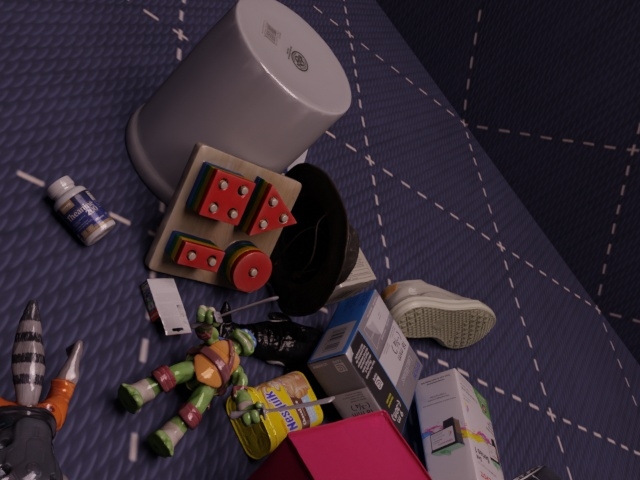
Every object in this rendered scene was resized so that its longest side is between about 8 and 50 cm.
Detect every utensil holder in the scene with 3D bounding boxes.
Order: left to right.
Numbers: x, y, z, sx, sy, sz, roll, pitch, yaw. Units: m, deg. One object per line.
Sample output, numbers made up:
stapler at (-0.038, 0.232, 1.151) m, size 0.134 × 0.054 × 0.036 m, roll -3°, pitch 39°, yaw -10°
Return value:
utensil holder at (-0.170, -0.271, 1.459) m, size 0.327 × 0.385 × 0.327 m, roll 32°, pitch 38°, yaw -30°

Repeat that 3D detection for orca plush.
orca plush at (-0.074, 0.183, 1.406) m, size 0.287 × 0.102 × 0.151 m, roll 31°, pitch 38°, yaw -29°

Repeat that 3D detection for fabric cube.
fabric cube at (0.026, 0.458, 1.079) m, size 0.259 × 0.258 × 0.254 m, roll 5°, pitch 39°, yaw -49°

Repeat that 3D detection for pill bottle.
pill bottle at (-0.430, -0.055, 1.224) m, size 0.120 × 0.067 × 0.067 m, roll 50°, pitch 33°, yaw -4°

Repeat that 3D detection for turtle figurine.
turtle figurine at (-0.173, 0.219, 1.130) m, size 0.266 × 0.274 × 0.198 m, roll -36°, pitch 126°, yaw -37°

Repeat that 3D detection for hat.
hat at (0.000, 0.000, 1.472) m, size 0.134 × 0.331 × 0.331 m, roll 5°, pitch 55°, yaw -36°

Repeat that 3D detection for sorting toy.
sorting toy at (-0.168, -0.024, 1.340) m, size 0.255 × 0.257 × 0.089 m, roll 18°, pitch 10°, yaw -41°

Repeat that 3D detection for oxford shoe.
oxford shoe at (0.321, 0.193, 1.851) m, size 0.449 × 0.169 × 0.130 m, roll 16°, pitch 28°, yaw -42°

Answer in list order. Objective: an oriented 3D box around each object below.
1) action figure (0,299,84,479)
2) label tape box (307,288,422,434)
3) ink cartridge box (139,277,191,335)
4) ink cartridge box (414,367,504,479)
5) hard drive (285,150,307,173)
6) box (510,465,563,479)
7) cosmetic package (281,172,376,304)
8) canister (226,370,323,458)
action figure at (-0.427, 0.243, 0.856) m, size 0.341 × 0.178 × 0.330 m, roll 23°, pitch 33°, yaw -40°
label tape box at (0.129, 0.309, 1.468) m, size 0.334 × 0.106 × 0.240 m, roll 58°, pitch 31°, yaw -16°
ink cartridge box at (-0.286, 0.126, 1.268) m, size 0.063 × 0.029 × 0.115 m, roll 2°, pitch 59°, yaw -51°
ink cartridge box at (0.322, 0.469, 1.572) m, size 0.201 × 0.117 × 0.278 m, roll 45°, pitch 30°, yaw -41°
hard drive at (-0.044, -0.301, 1.720) m, size 0.040 × 0.210 × 0.319 m, roll 15°, pitch 18°, yaw -8°
box at (0.177, 0.612, 0.879) m, size 0.472 × 0.480 × 0.297 m, roll -5°, pitch 35°, yaw -48°
cosmetic package at (-0.012, -0.005, 1.654) m, size 0.160 × 0.113 × 0.309 m, roll -6°, pitch 63°, yaw -53°
canister at (-0.082, 0.322, 1.295) m, size 0.170 × 0.073 × 0.126 m, roll -8°, pitch 66°, yaw -55°
